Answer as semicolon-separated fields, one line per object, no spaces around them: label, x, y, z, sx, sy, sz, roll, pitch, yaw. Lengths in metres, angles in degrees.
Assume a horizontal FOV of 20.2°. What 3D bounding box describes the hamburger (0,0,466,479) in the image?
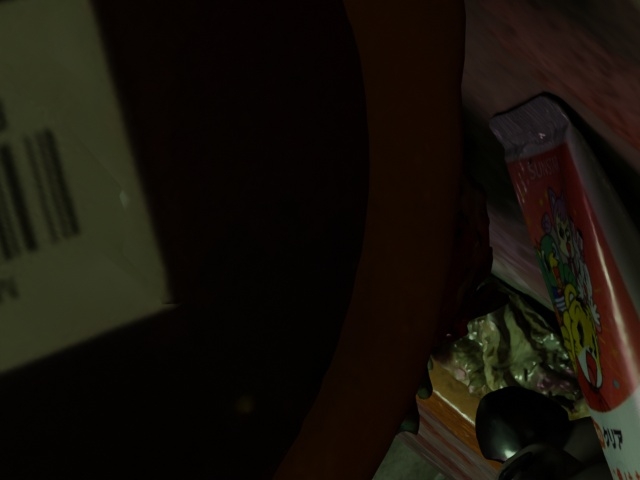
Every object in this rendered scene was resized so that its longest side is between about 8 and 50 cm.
hamburger;-0.139;-0.032;0.467;0.330;0.330;0.250;44;168;-29

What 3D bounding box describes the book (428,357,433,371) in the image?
book;0.000;0.000;1.021;0.162;0.022;0.232;61;172;-2

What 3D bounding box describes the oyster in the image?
oyster;0.113;0.069;0.916;0.177;0.056;0.105;34;180;23

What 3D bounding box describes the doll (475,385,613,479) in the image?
doll;0.140;0.150;0.770;0.182;0.117;0.257;45;-179;-9

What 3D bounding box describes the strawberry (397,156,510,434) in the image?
strawberry;-0.022;-0.004;0.736;0.187;0.184;0.201;42;-155;-59

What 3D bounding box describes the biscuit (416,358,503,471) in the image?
biscuit;0.067;0.079;1.291;0.324;0.049;0.205;38;173;20

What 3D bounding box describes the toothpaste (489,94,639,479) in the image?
toothpaste;0.117;0.060;0.603;0.089;0.057;0.234;163;83;-82
